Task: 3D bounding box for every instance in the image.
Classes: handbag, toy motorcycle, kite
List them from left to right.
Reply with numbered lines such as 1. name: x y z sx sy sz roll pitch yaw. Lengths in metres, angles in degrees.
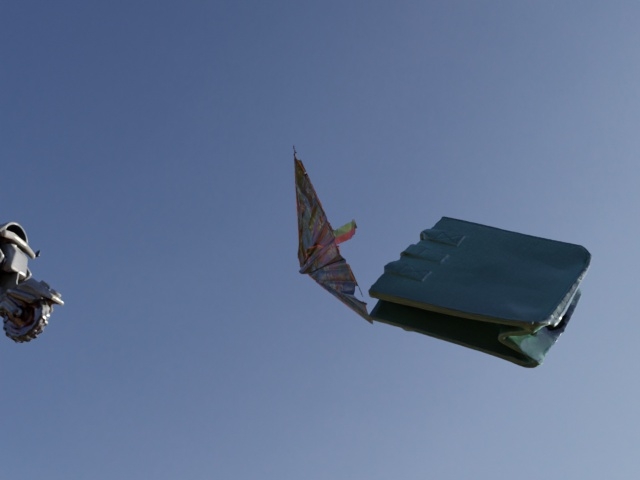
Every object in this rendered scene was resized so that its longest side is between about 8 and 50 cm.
1. toy motorcycle: -0.418 0.052 1.371 0.215 0.122 0.080 32 -8 36
2. kite: 0.000 0.000 1.250 0.014 0.241 0.183 -18 -7 -27
3. handbag: 0.242 0.077 1.493 0.274 0.269 0.100 11 -60 25
